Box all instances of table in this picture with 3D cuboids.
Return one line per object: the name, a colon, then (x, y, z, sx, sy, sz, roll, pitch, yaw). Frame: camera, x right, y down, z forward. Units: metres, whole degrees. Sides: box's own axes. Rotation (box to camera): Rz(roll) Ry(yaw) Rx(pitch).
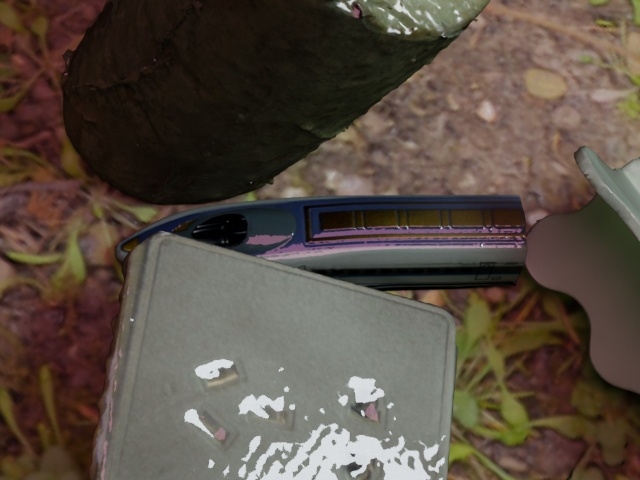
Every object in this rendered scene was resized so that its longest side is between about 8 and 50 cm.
table: (0.227, 0.028, 0.843, 0.166, 0.166, 0.198, -26, 68, -16)

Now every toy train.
toy train: (0.000, 0.000, 0.882, 0.251, 0.048, 0.055, -1, 66, -7)

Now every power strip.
power strip: (-0.029, 0.114, 0.823, 0.213, 0.064, 0.198, 15, 64, -15)

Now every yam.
yam: (-0.030, -0.133, 0.829, 0.168, 0.304, 0.168, 11, 67, -26)
